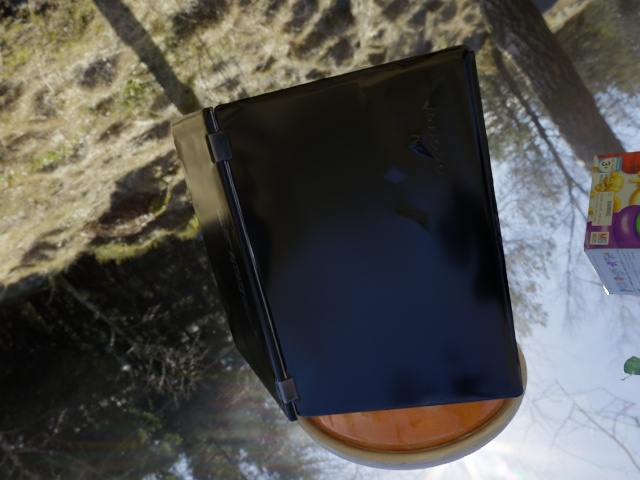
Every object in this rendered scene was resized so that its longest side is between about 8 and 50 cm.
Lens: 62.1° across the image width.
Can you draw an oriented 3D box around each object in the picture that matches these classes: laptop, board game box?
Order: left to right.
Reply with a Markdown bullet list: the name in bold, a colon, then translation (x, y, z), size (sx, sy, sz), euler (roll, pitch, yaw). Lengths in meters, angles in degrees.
- **laptop**: translation (0.000, 0.000, 0.684), size (0.236, 0.382, 0.408), euler (-18, -165, -20)
- **board game box**: translation (0.479, -0.021, 0.622), size (0.275, 0.144, 0.142), euler (-1, -117, 40)

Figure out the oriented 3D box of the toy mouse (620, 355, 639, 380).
- **toy mouse**: translation (0.618, 0.238, 0.981), size (0.143, 0.031, 0.161), euler (-2, -176, -7)

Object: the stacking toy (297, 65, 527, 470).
- **stacking toy**: translation (0.084, 0.019, 0.704), size (0.350, 0.480, 0.351), euler (-10, -153, 5)
